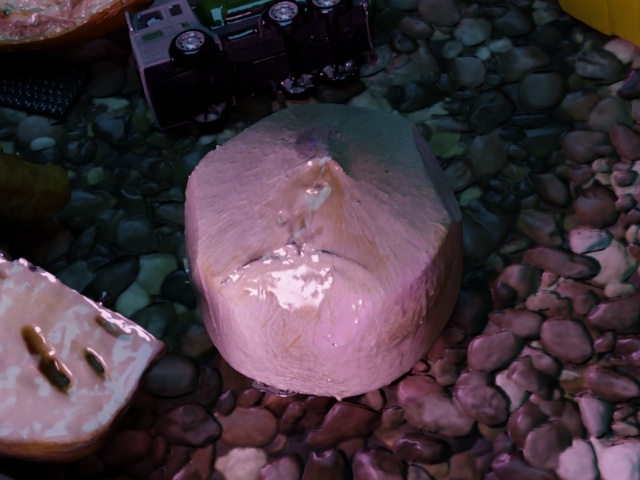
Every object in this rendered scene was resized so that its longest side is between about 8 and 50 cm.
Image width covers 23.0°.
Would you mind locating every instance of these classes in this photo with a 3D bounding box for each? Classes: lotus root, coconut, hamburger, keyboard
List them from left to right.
[{"bbox_3d":[-0.273,0.081,1.224,0.267,0.260,0.149,32,75,-3],"label":"lotus root"},{"bbox_3d":[-0.329,-0.165,1.566,0.204,0.013,0.061,14,57,21],"label":"keyboard"},{"bbox_3d":[-0.278,-0.251,1.533,0.283,0.156,0.144,0,85,16],"label":"hamburger"},{"bbox_3d":[-0.001,0.002,1.241,0.227,0.230,0.227,-5,52,6],"label":"coconut"}]

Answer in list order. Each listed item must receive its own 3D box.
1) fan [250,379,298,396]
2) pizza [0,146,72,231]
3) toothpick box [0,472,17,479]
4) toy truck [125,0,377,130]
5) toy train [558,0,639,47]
[{"bbox_3d":[-0.017,0.108,1.308,0.083,0.004,0.056,7,54,16],"label":"fan"},{"bbox_3d":[-0.413,-0.085,1.358,0.392,0.435,0.080,17,99,2],"label":"pizza"},{"bbox_3d":[-0.286,0.285,1.090,0.229,0.229,0.316,-5,53,8],"label":"toothpick box"},{"bbox_3d":[-0.059,-0.197,1.485,0.243,0.101,0.125,-18,48,-6],"label":"toy truck"},{"bbox_3d":[0.417,-0.303,1.448,0.369,0.150,0.237,-36,50,-18],"label":"toy train"}]
